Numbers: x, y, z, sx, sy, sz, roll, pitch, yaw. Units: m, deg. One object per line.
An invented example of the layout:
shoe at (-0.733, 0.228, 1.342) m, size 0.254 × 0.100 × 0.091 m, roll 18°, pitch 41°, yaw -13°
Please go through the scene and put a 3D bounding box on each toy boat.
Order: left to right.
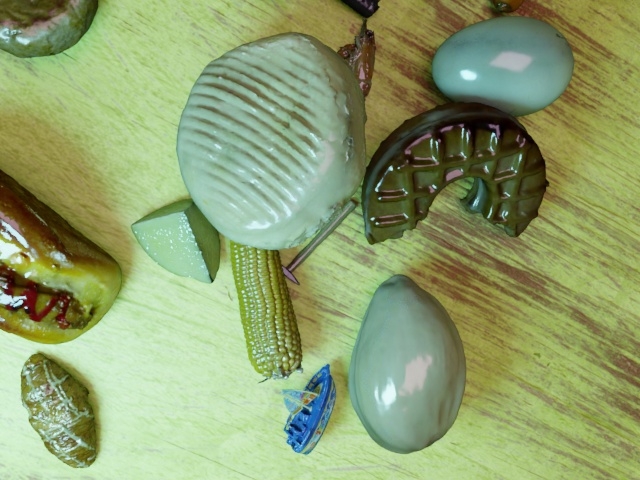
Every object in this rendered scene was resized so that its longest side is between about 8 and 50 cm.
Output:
toy boat at (-0.032, 0.311, 1.060) m, size 0.110 × 0.091 × 0.175 m, roll 32°, pitch 82°, yaw -27°

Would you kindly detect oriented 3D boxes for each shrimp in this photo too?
shrimp at (0.059, -0.341, 1.077) m, size 0.099 × 0.041 × 0.180 m, roll 16°, pitch 91°, yaw 4°

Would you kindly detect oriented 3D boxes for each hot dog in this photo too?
hot dog at (-0.522, 0.005, 0.894) m, size 0.405 × 0.223 × 0.185 m, roll 40°, pitch 83°, yaw -10°

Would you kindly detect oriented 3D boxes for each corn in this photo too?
corn at (-0.108, 0.106, 1.033) m, size 0.106 × 0.106 × 0.305 m, roll -14°, pitch 91°, yaw -9°

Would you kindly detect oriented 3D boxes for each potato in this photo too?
potato at (-0.258, 0.004, 1.029) m, size 0.120 × 0.081 × 0.149 m, roll -9°, pitch 114°, yaw 20°

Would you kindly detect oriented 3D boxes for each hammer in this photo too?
hammer at (0.000, 0.000, 1.090) m, size 0.062 × 0.013 × 0.199 m, roll 45°, pitch 85°, yaw -9°

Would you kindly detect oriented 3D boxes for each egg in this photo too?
egg at (0.341, -0.326, 1.049) m, size 0.264 × 0.183 × 0.183 m, roll 2°, pitch 93°, yaw -4°

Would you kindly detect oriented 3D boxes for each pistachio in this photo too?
pistachio at (0.159, 0.230, 1.046) m, size 0.226 × 0.208 × 0.332 m, roll 0°, pitch 85°, yaw 33°

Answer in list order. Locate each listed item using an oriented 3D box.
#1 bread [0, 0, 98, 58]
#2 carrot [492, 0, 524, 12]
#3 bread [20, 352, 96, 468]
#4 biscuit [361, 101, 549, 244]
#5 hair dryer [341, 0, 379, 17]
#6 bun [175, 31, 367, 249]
bread at (-0.482, -0.418, 0.930) m, size 0.230 × 0.123 × 0.230 m, roll 0°, pitch 87°, yaw -10°
carrot at (0.402, -0.555, 1.107) m, size 0.067 × 0.067 × 0.225 m, roll 21°, pitch 87°, yaw -10°
bread at (-0.464, 0.311, 0.994) m, size 0.105 × 0.076 × 0.233 m, roll -24°, pitch 98°, yaw -6°
biscuit at (0.255, -0.119, 1.036) m, size 0.366 × 0.115 × 0.268 m, roll -8°, pitch 126°, yaw -11°
hair dryer at (0.009, -0.511, 1.043) m, size 0.251 × 0.089 × 0.197 m, roll 33°, pitch 85°, yaw -19°
bun at (-0.077, -0.163, 0.952) m, size 0.326 × 0.234 × 0.362 m, roll 5°, pitch 84°, yaw 10°
